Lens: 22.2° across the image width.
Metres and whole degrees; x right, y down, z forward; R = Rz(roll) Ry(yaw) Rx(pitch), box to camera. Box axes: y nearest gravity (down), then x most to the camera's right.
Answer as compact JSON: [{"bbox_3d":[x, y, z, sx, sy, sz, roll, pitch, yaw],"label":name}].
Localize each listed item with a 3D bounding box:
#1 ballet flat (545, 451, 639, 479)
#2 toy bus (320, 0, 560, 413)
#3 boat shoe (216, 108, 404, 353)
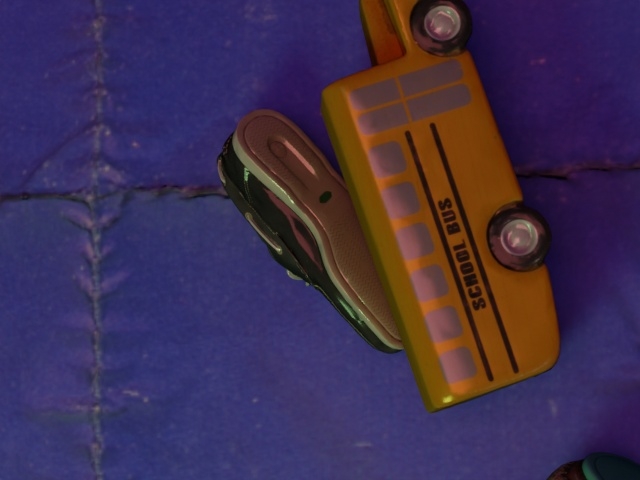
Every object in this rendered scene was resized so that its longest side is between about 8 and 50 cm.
[{"bbox_3d":[0.299,0.339,1.132,0.483,0.164,0.182,41,111,48],"label":"ballet flat"},{"bbox_3d":[0.092,-0.042,1.291,0.130,0.108,0.332,-19,82,-3],"label":"toy bus"},{"bbox_3d":[0.000,0.000,1.357,0.233,0.084,0.079,51,138,5],"label":"boat shoe"}]
